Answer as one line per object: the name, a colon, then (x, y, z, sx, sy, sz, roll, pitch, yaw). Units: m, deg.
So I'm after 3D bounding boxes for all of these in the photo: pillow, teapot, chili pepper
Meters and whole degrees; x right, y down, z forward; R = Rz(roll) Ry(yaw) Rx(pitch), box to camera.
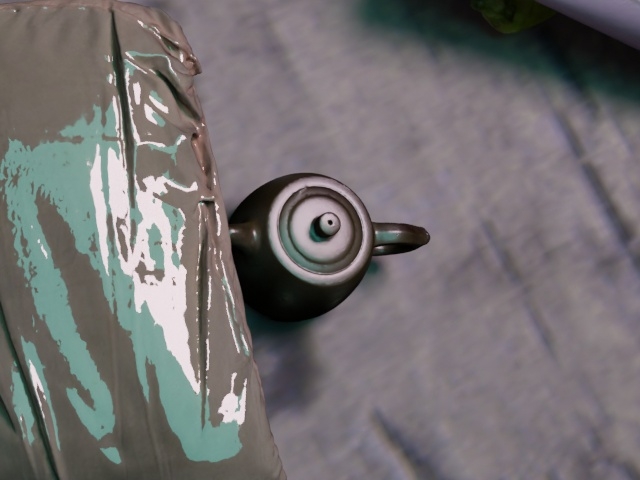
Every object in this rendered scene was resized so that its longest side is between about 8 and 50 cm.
pillow: (-0.126, 0.007, 0.901, 0.173, 0.067, 0.270, -11, 80, -6)
teapot: (0.000, 0.000, 0.959, 0.121, 0.068, 0.076, 1, 75, -21)
chili pepper: (0.156, -0.185, 1.091, 0.049, 0.043, 0.208, 29, 59, 16)

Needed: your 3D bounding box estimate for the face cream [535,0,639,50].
face cream: (0.190, -0.167, 1.044, 0.274, 0.096, 0.154, 28, 72, -23)
